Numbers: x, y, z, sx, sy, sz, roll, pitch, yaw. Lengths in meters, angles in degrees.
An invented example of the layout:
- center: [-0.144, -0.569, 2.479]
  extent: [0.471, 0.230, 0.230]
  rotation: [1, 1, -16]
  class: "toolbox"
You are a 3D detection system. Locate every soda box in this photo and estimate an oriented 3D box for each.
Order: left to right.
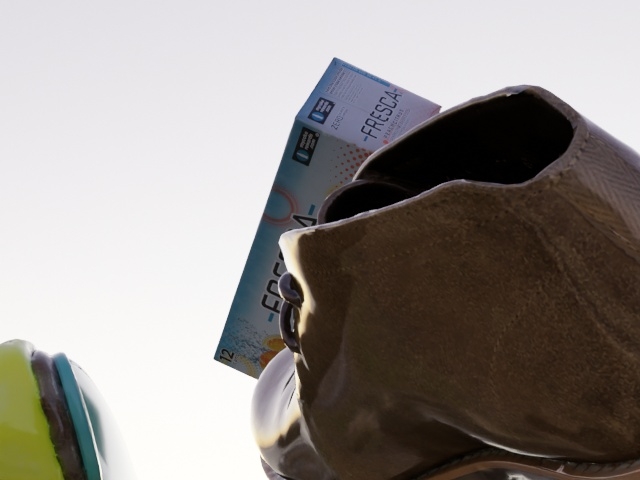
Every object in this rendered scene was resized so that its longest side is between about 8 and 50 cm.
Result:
- center: [0.000, 0.000, 0.715]
  extent: [0.063, 0.058, 0.183]
  rotation: [25, -47, 3]
  class: "soda box"

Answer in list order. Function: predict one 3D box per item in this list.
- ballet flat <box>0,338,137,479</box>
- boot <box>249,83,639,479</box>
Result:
- center: [-0.113, 0.079, 0.498]
  extent: [0.077, 0.077, 0.231]
  rotation: [-19, -10, -8]
  class: "ballet flat"
- center: [0.031, 0.024, 0.456]
  extent: [0.115, 0.112, 0.305]
  rotation: [42, -23, -10]
  class: "boot"
